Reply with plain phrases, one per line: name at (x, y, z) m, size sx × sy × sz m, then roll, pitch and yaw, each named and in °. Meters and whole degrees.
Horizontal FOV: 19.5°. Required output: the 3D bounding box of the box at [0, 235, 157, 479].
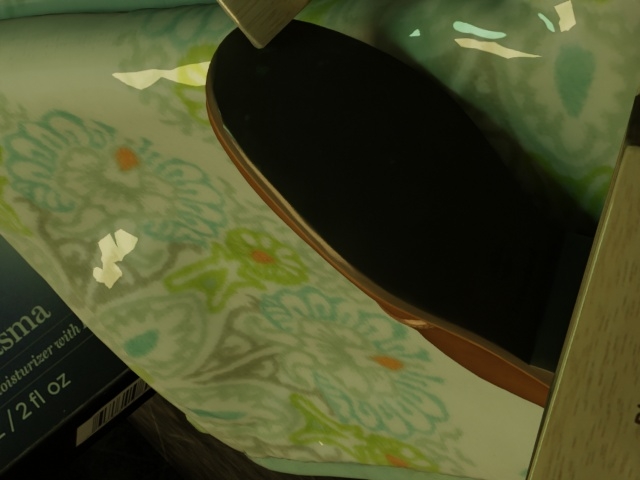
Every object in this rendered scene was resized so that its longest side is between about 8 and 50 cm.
box at (-0.209, -0.016, 1.138) m, size 0.294 × 0.296 × 0.183 m, roll 48°, pitch 164°, yaw 7°

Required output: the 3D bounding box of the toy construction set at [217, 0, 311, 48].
toy construction set at (-0.060, -0.167, 0.495) m, size 0.257 × 0.237 × 0.309 m, roll 29°, pitch 160°, yaw 45°

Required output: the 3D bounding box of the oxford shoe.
oxford shoe at (0.035, 0.004, 0.649) m, size 0.212 × 0.076 × 0.076 m, roll 38°, pitch 154°, yaw -20°

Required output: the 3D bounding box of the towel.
towel at (0.033, 0.004, 0.792) m, size 0.374 × 0.090 × 0.320 m, roll 0°, pitch 143°, yaw 35°

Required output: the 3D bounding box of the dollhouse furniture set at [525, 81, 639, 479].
dollhouse furniture set at (0.247, 0.044, 0.506) m, size 0.355 × 0.303 × 0.174 m, roll 15°, pitch -169°, yaw 7°
